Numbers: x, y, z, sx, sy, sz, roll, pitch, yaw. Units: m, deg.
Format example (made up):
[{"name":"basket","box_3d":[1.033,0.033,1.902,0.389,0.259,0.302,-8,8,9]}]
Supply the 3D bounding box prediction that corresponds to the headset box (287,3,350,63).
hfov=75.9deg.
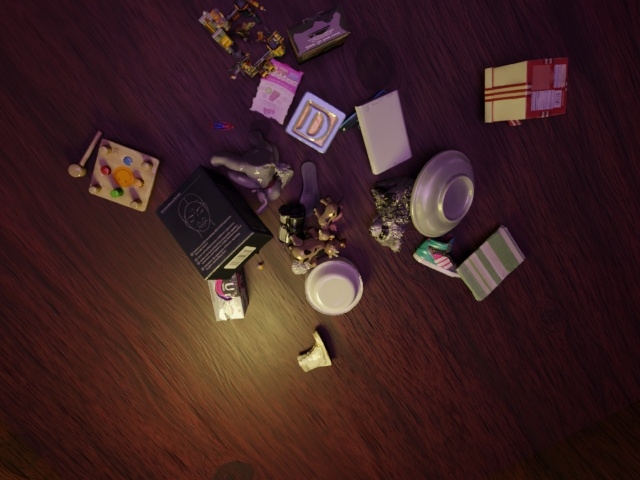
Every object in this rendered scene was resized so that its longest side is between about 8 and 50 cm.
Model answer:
[{"name":"headset box","box_3d":[-0.011,-0.801,1.612,0.218,0.293,0.110,-23,106,3]}]

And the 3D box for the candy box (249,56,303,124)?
[{"name":"candy box","box_3d":[-0.188,-0.640,1.765,0.159,0.071,0.233,23,103,-8]}]

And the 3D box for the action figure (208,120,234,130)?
[{"name":"action figure","box_3d":[-0.438,-0.506,1.817,0.115,0.030,0.038,3,101,-6]}]

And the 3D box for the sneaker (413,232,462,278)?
[{"name":"sneaker","box_3d":[0.619,0.061,1.986,0.295,0.124,0.178,22,114,-7]}]

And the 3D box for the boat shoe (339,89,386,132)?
[{"name":"boat shoe","box_3d":[0.198,-0.546,1.794,0.258,0.109,0.089,-36,108,10]}]

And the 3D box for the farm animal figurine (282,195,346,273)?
[{"name":"farm animal figurine","box_3d":[0.000,0.000,1.817,0.326,0.172,0.330,-31,144,-12]}]

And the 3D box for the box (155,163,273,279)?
[{"name":"box","box_3d":[-0.455,-0.070,1.770,0.293,0.212,0.395,-42,76,10]}]

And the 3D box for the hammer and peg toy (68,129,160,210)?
[{"name":"hammer and peg toy","box_3d":[-0.913,-0.309,1.800,0.361,0.127,0.266,21,104,-8]}]

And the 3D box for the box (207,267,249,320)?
[{"name":"box","box_3d":[-0.436,0.235,1.961,0.142,0.163,0.247,-8,106,1]}]

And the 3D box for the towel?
[{"name":"towel","box_3d":[0.831,0.112,2.000,0.325,0.038,0.248,-43,112,-4]}]

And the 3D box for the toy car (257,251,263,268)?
[{"name":"toy car","box_3d":[-0.318,0.087,1.982,0.040,0.060,0.122,-2,102,31]}]

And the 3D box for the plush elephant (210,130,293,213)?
[{"name":"plush elephant","box_3d":[-0.261,-0.277,1.798,0.330,0.272,0.255,31,146,21]}]

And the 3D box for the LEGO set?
[{"name":"LEGO set","box_3d":[-0.309,-0.818,1.610,0.255,0.192,0.331,-31,89,11]}]

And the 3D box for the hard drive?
[{"name":"hard drive","box_3d":[0.282,-0.471,1.795,0.203,0.040,0.308,-28,118,-15]}]

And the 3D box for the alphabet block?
[{"name":"alphabet block","box_3d":[-0.024,-0.502,1.749,0.193,0.197,0.192,30,103,-10]}]

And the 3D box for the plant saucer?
[{"name":"plant saucer","box_3d":[0.572,-0.194,1.818,0.400,0.100,0.401,-14,116,-30]}]

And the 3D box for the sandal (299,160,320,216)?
[{"name":"sandal","box_3d":[-0.051,-0.238,1.904,0.097,0.054,0.255,0,103,-13]}]

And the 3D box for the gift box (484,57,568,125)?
[{"name":"gift box","box_3d":[0.861,-0.618,1.731,0.276,0.258,0.255,-7,105,-21]}]

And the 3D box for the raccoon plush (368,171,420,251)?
[{"name":"raccoon plush","box_3d":[0.425,-0.133,1.884,0.446,0.216,0.299,-14,114,1]}]

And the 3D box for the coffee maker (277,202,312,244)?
[{"name":"coffee maker","box_3d":[-0.111,-0.079,1.887,0.171,0.120,0.178,-16,140,-24]}]

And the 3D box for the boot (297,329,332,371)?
[{"name":"boot","box_3d":[-0.045,0.577,2.126,0.165,0.077,0.213,-19,109,5]}]

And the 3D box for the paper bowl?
[{"name":"paper bowl","box_3d":[0.065,0.227,1.993,0.284,0.148,0.284,0,106,-1]}]
